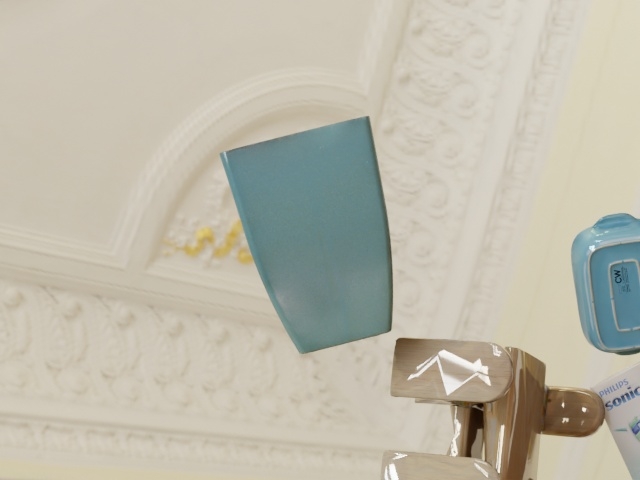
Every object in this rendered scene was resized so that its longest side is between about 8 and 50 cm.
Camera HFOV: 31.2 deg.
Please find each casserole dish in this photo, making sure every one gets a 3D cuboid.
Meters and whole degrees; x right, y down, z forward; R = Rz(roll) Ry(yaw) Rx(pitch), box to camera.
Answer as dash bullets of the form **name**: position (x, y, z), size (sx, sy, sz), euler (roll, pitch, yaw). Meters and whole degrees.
- **casserole dish**: position (0.367, 0.060, 1.382), size (0.114, 0.037, 0.188), euler (-10, -71, 7)

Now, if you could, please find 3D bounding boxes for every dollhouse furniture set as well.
- **dollhouse furniture set**: position (0.259, 0.332, 1.357), size (0.362, 0.256, 0.394), euler (29, -115, -56)

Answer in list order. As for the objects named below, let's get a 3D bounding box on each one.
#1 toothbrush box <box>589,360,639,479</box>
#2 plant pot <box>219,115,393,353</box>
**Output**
- **toothbrush box**: position (0.525, 0.300, 1.560), size (0.216, 0.126, 0.296), euler (0, -118, -48)
- **plant pot**: position (0.000, 0.000, 1.292), size (0.165, 0.165, 0.234), euler (-15, -90, -2)
